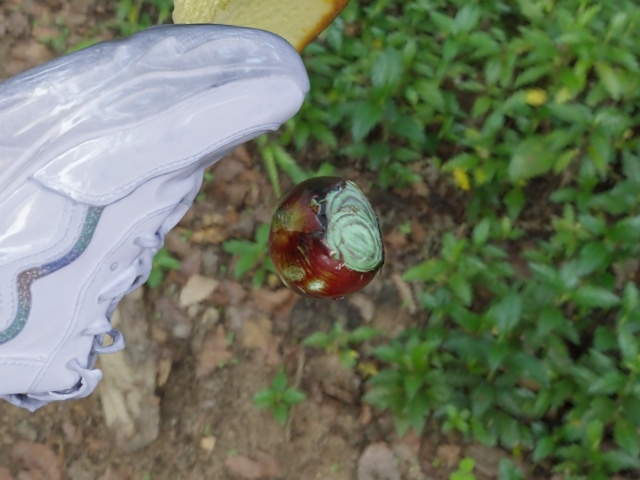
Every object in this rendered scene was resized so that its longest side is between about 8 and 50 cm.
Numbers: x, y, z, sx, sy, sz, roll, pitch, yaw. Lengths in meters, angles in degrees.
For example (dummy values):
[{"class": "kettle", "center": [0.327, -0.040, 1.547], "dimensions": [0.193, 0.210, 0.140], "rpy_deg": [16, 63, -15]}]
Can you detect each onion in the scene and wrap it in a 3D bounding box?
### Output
[{"class": "onion", "center": [0.000, 0.000, 1.201], "dimensions": [0.118, 0.119, 0.117], "rpy_deg": [15, 56, -8]}]

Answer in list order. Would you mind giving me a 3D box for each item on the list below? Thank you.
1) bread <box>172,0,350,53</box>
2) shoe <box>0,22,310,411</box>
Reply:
[{"class": "bread", "center": [-0.020, -0.288, 1.172], "dimensions": [0.114, 0.274, 0.185], "rpy_deg": [31, 29, -37]}, {"class": "shoe", "center": [-0.109, 0.001, 0.527], "dimensions": [0.245, 0.138, 0.095], "rpy_deg": [-23, 13, -1]}]
